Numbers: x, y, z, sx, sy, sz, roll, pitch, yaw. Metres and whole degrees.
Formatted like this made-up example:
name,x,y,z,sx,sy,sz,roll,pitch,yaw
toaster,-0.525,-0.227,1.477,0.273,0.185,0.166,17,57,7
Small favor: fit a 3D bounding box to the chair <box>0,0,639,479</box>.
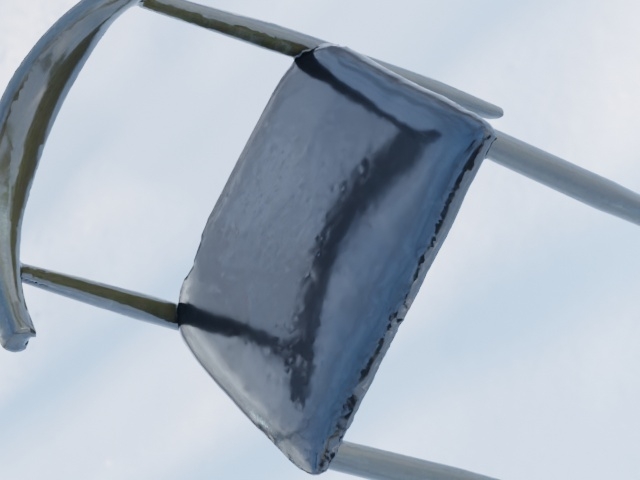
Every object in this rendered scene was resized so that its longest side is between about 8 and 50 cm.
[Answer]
name,x,y,z,sx,sy,sz,roll,pitch,yaw
chair,0.000,0.000,0.883,0.166,0.272,0.188,37,104,50
